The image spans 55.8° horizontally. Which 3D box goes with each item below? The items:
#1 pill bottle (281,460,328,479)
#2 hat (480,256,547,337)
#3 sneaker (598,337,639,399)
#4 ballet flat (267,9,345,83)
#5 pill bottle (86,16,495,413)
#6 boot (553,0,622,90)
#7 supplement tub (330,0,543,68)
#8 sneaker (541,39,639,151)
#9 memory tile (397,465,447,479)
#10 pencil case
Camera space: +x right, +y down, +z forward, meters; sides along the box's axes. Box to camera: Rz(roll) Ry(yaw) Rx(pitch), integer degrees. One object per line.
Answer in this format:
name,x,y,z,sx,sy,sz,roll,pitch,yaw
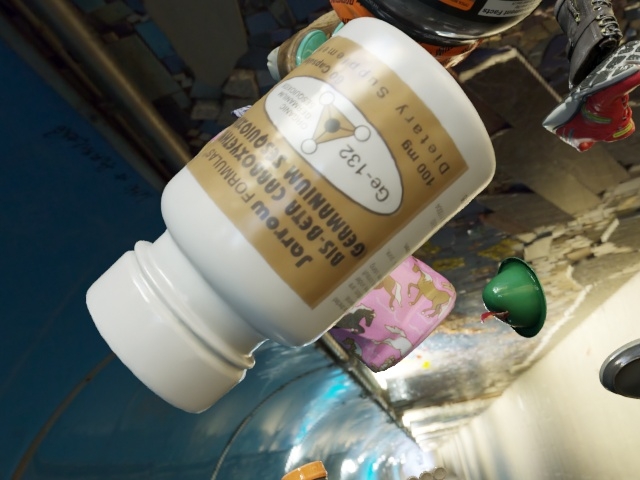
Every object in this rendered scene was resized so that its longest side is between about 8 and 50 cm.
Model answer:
pill bottle,0.009,0.543,1.122,0.130,0.130,0.246,67,178,-62
hat,0.347,0.133,1.261,0.209,0.183,0.173,97,155,-51
sneaker,0.499,0.182,0.803,0.118,0.221,0.083,-81,-19,-74
ballet flat,-0.019,-0.333,1.075,0.342,0.124,0.116,-60,-41,-47
pill bottle,-0.020,-0.011,0.368,0.131,0.229,0.131,48,179,2
boot,0.528,-0.442,1.131,0.263,0.091,0.229,102,175,-52
supplement tub,0.135,-0.301,0.444,0.338,0.207,0.207,128,135,-57
sneaker,0.474,-0.223,0.986,0.118,0.107,0.279,45,173,6
memory tile,0.258,0.639,1.529,0.012,0.147,0.113,-146,40,-78
pencil case,0.000,0.000,0.811,0.386,0.167,0.160,44,-162,-2
